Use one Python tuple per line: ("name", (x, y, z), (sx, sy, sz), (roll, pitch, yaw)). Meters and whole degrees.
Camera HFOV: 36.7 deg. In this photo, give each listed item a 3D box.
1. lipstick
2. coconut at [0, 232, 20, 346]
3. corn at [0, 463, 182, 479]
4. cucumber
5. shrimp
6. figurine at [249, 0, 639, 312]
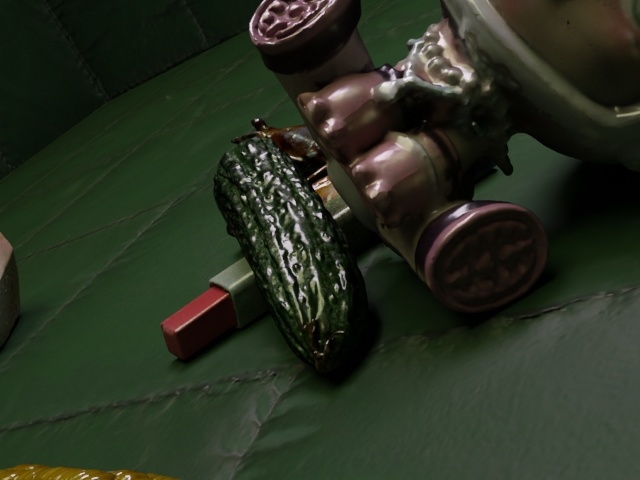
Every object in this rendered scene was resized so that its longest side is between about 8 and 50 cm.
("lipstick", (0.000, 0.000, 0.801), (0.312, 0.051, 0.051), (-33, 21, -5))
("coconut", (-0.480, 0.062, 1.176), (0.237, 0.197, 0.237), (-31, 21, 13))
("corn", (-0.124, 0.163, 0.487), (0.313, 0.102, 0.102), (-10, 27, 48))
("cucumber", (-0.020, 0.001, 0.716), (0.077, 0.077, 0.265), (-32, 39, -2))
("shrimp", (-0.025, -0.054, 0.975), (0.289, 0.075, 0.178), (8, 44, 44))
("figurine", (0.147, -0.143, 0.648), (0.361, 0.253, 0.211), (-37, 1, 7))
